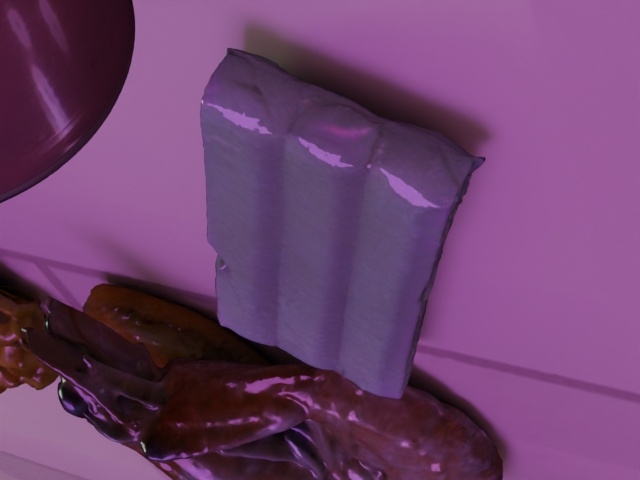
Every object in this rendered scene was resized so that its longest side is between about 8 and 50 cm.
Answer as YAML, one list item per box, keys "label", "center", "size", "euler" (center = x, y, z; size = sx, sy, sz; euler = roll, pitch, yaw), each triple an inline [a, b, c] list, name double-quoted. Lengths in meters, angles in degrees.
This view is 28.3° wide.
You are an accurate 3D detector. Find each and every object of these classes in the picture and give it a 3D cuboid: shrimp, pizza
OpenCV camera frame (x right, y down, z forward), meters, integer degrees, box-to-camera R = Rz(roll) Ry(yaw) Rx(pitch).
- label: "shrimp"
  center: [-0.029, 0.110, 0.775]
  size: [0.317, 0.077, 0.168]
  euler: [28, 128, -19]
- label: "pizza"
  center: [-0.095, 0.114, 0.906]
  size: [0.181, 0.034, 0.262]
  euler: [26, 150, -4]

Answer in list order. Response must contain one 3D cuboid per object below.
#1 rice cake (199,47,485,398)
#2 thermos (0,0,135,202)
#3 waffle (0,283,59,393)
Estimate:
- label: "rice cake"
  center: [0.000, 0.000, 0.605]
  size: [0.127, 0.043, 0.237]
  euler: [22, 153, 6]
- label: "thermos"
  center: [-0.158, -0.139, 0.372]
  size: [0.146, 0.176, 0.265]
  euler: [-18, 153, -3]
- label: "waffle"
  center: [-0.324, 0.036, 0.957]
  size: [0.291, 0.051, 0.291]
  euler: [19, 151, 11]
